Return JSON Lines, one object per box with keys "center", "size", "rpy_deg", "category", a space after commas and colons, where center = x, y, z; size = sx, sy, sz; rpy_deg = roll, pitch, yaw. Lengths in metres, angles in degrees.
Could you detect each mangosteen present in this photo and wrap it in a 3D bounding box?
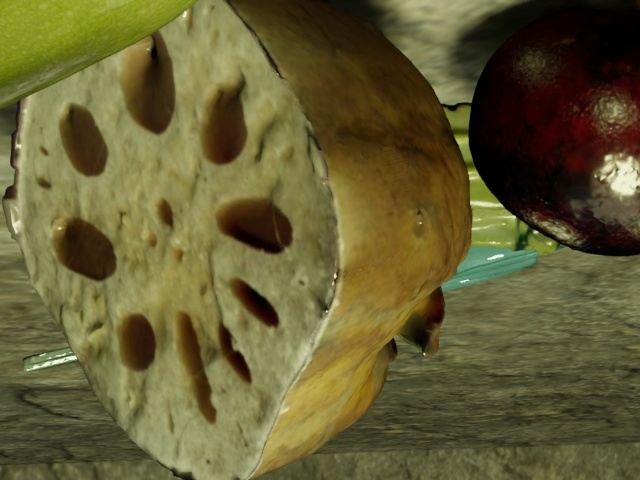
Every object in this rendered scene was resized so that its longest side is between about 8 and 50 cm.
{"center": [0.157, -0.067, 0.770], "size": [0.152, 0.152, 0.152], "rpy_deg": [-4, 165, -1], "category": "mangosteen"}

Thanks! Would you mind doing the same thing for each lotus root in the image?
{"center": [-0.025, -0.013, 0.736], "size": [0.192, 0.272, 0.272], "rpy_deg": [-4, 168, -42], "category": "lotus root"}

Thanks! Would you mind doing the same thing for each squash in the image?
{"center": [-0.132, -0.107, 0.617], "size": [0.341, 0.094, 0.094], "rpy_deg": [-14, 162, 41], "category": "squash"}

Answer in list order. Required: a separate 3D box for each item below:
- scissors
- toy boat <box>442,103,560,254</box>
{"center": [-0.018, 0.050, 1.150], "size": [0.447, 0.029, 0.192], "rpy_deg": [-13, 173, -16], "category": "scissors"}
{"center": [0.084, -0.038, 0.940], "size": [0.276, 0.084, 0.111], "rpy_deg": [1, 167, -5], "category": "toy boat"}
